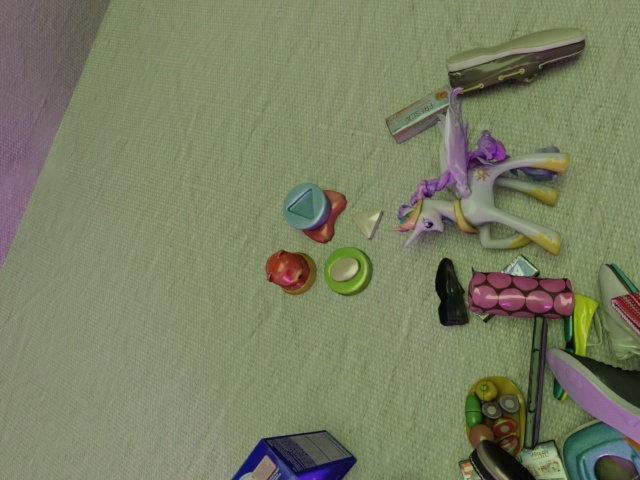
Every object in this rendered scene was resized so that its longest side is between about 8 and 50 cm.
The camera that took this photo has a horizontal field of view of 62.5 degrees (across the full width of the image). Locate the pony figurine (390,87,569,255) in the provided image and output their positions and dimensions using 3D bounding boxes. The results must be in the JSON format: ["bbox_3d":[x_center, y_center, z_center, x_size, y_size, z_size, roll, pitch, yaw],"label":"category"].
[{"bbox_3d":[0.357,-0.138,1.207,0.364,0.303,0.350,7,88,12],"label":"pony figurine"}]

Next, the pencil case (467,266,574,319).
[{"bbox_3d":[0.425,0.112,1.127,0.210,0.095,0.098,6,37,16],"label":"pencil case"}]

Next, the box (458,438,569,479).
[{"bbox_3d":[0.410,0.502,1.112,0.207,0.036,0.114,-22,68,19],"label":"box"}]

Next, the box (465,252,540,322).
[{"bbox_3d":[0.417,0.110,1.206,0.169,0.054,0.059,-44,62,8],"label":"box"}]

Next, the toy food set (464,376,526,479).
[{"bbox_3d":[0.365,0.390,1.118,0.128,0.071,0.217,-10,58,27],"label":"toy food set"}]

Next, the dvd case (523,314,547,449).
[{"bbox_3d":[0.440,0.286,1.073,0.022,0.180,0.252,5,78,26],"label":"dvd case"}]

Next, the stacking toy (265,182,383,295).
[{"bbox_3d":[0.000,0.000,1.394,0.280,0.130,0.308,10,81,28],"label":"stacking toy"}]

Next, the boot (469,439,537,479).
[{"bbox_3d":[0.340,0.601,1.018,0.284,0.138,0.377,-39,93,15],"label":"boot"}]

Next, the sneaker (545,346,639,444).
[{"bbox_3d":[0.570,0.265,0.971,0.147,0.104,0.296,-29,30,-15],"label":"sneaker"}]

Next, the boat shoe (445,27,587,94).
[{"bbox_3d":[0.480,-0.439,1.302,0.325,0.096,0.116,-9,32,20],"label":"boat shoe"}]

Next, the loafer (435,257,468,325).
[{"bbox_3d":[0.314,0.123,1.259,0.062,0.062,0.169,7,68,-12],"label":"loafer"}]

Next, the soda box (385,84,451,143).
[{"bbox_3d":[0.268,-0.331,1.392,0.183,0.063,0.058,-27,67,18],"label":"soda box"}]

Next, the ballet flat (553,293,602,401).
[{"bbox_3d":[0.545,0.226,1.106,0.077,0.077,0.230,10,78,9],"label":"ballet flat"}]

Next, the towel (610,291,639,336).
[{"bbox_3d":[0.674,0.161,0.954,0.198,0.275,0.031,59,140,36],"label":"towel"}]

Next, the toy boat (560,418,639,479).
[{"bbox_3d":[0.603,0.470,0.946,0.268,0.148,0.318,-33,69,33],"label":"toy boat"}]

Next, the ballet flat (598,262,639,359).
[{"bbox_3d":[0.653,0.229,1.025,0.139,0.139,0.400,-39,66,12],"label":"ballet flat"}]

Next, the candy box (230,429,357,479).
[{"bbox_3d":[-0.092,0.567,1.176,0.122,0.317,0.268,39,93,30],"label":"candy box"}]
